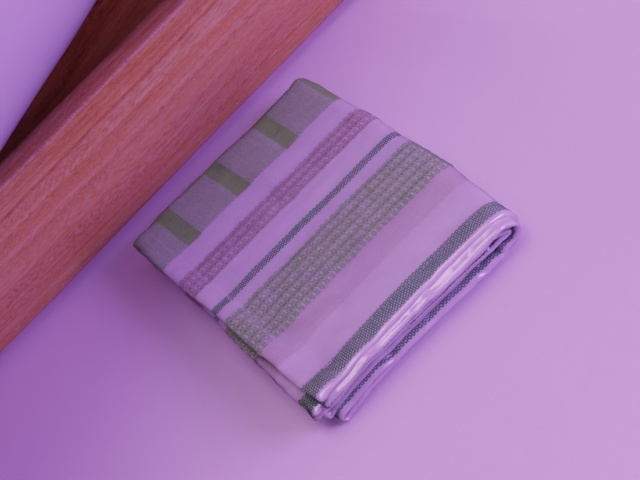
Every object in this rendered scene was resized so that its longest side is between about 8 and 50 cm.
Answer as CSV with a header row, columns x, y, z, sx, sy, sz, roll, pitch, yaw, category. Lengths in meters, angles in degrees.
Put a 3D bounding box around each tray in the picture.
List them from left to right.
x,y,z,sx,sy,sz,roll,pitch,yaw,category
-0.166,-0.058,0.882,0.411,0.076,0.203,-46,45,-8,tray

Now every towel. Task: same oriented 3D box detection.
x,y,z,sx,sy,sz,roll,pitch,yaw,category
0.000,0.000,0.772,0.113,0.023,0.152,-44,43,-8,towel

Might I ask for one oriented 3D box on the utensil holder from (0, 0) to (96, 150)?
x,y,z,sx,sy,sz,roll,pitch,yaw,category
-0.258,-0.115,0.710,0.327,0.327,0.385,9,60,37,utensil holder
